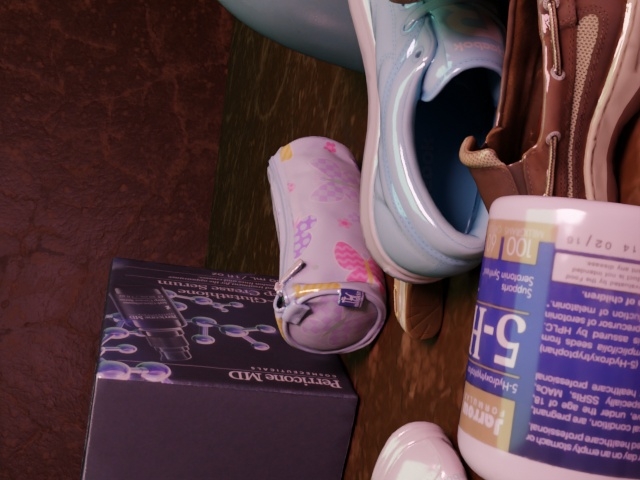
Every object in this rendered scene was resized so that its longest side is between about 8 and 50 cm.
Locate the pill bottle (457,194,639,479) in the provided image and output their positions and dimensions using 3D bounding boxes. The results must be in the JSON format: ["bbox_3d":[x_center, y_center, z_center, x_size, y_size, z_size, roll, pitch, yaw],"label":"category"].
[{"bbox_3d":[0.129,0.076,0.411,0.112,0.112,0.186,-172,90,-76],"label":"pill bottle"}]

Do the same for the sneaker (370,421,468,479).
[{"bbox_3d":[0.065,0.257,0.656,0.094,0.080,0.212,-131,51,-56],"label":"sneaker"}]

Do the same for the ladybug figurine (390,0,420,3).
[{"bbox_3d":[0.041,-0.372,0.477,0.162,0.305,0.449,-5,98,40],"label":"ladybug figurine"}]

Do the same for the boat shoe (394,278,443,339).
[{"bbox_3d":[0.087,0.019,0.731,0.045,0.050,0.135,-164,82,-70],"label":"boat shoe"}]

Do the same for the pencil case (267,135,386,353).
[{"bbox_3d":[0.000,0.000,0.939,0.273,0.124,0.113,-95,19,-45],"label":"pencil case"}]

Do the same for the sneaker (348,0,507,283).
[{"bbox_3d":[0.104,-0.151,0.626,0.150,0.135,0.366,168,99,-72],"label":"sneaker"}]

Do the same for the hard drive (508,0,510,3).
[{"bbox_3d":[0.169,-0.298,0.572,0.172,0.054,0.254,117,157,-53],"label":"hard drive"}]

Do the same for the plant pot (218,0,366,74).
[{"bbox_3d":[0.014,-0.322,0.832,0.293,0.235,0.293,-172,90,-77],"label":"plant pot"}]

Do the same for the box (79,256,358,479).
[{"bbox_3d":[-0.151,0.195,1.079,0.395,0.293,0.212,-123,42,-68],"label":"box"}]

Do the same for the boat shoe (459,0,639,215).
[{"bbox_3d":[0.128,-0.043,0.510,0.095,0.095,0.257,-141,59,-74],"label":"boat shoe"}]
